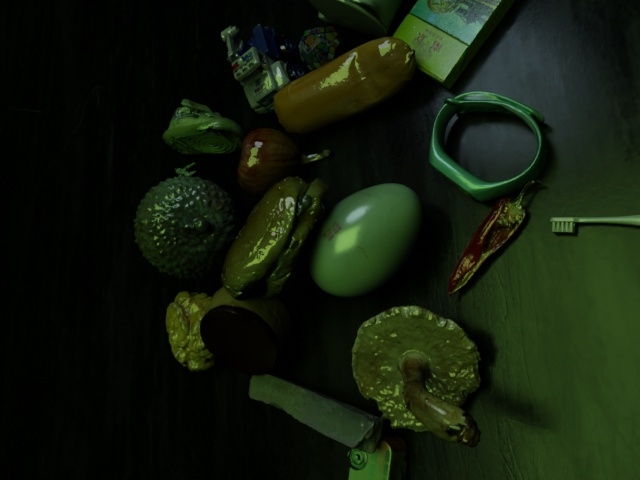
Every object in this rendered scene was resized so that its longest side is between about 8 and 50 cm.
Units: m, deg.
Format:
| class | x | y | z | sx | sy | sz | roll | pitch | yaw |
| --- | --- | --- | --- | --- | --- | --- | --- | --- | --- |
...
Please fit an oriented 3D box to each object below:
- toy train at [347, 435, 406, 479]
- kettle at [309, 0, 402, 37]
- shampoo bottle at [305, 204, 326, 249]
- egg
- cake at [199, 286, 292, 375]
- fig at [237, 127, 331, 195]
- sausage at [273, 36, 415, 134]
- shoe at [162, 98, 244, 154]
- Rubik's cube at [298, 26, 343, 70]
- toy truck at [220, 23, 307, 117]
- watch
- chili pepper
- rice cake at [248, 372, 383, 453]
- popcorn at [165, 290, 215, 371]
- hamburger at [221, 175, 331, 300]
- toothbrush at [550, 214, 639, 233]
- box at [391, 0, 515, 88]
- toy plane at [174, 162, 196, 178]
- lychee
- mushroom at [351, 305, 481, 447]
| class | x | y | z | sx | sy | sz | roll | pitch | yaw |
| --- | --- | --- | --- | --- | --- | --- | --- | --- | --- |
| toy train | 0.101 | 0.445 | 1.110 | 0.099 | 0.072 | 0.188 | 1 | 78 | 39 |
| kettle | 0.106 | -0.642 | 1.316 | 0.265 | 0.205 | 0.318 | 28 | 98 | 35 |
| shampoo bottle | -0.001 | 0.001 | 1.309 | 0.067 | 0.068 | 0.236 | -31 | 60 | 27 |
| egg | 0.089 | -0.002 | 1.168 | 0.264 | 0.183 | 0.183 | -44 | 56 | 7 |
| cake | -0.147 | 0.175 | 1.320 | 0.208 | 0.178 | 0.185 | 12 | 126 | 22 |
| fig | -0.109 | -0.194 | 1.404 | 0.149 | 0.202 | 0.148 | 60 | 152 | 19 |
| sausage | 0.060 | -0.342 | 1.317 | 0.354 | 0.116 | 0.134 | -16 | 99 | 31 |
| shoe | -0.320 | -0.298 | 1.572 | 0.262 | 0.140 | 0.128 | -4 | 82 | 39 |
| Rubik's cube | 0.002 | -0.454 | 1.407 | 0.093 | 0.111 | 0.111 | 24 | 93 | 11 |
| toy truck | -0.147 | -0.427 | 1.458 | 0.161 | 0.177 | 0.213 | -30 | 61 | 26 |
| watch | 0.308 | -0.185 | 1.128 | 0.237 | 0.068 | 0.195 | 44 | 104 | 35 |
| chili pepper | 0.312 | -0.006 | 1.094 | 0.268 | 0.059 | 0.050 | -57 | 15 | 14 |
| rice cake | -0.022 | 0.334 | 1.189 | 0.399 | 0.064 | 0.070 | 6 | 77 | 51 |
| popcorn | -0.295 | 0.214 | 1.424 | 0.163 | 0.140 | 0.194 | -22 | 67 | 36 |
| hamburger | -0.096 | -0.006 | 1.189 | 0.134 | 0.265 | 0.285 | 25 | 79 | -1 |
| toothbrush | 0.541 | -0.027 | 0.941 | 0.342 | 0.025 | 0.030 | 0 | 82 | 36 |
| box | 0.300 | -0.498 | 1.231 | 0.187 | 0.047 | 0.335 | 45 | 106 | 35 |
| toy plane | -0.382 | -0.188 | 1.657 | 0.083 | 0.033 | 0.080 | 24 | 81 | 38 |
| lychee | -0.324 | -0.031 | 1.450 | 0.274 | 0.255 | 0.255 | 172 | 110 | -69 |
| mushroom | 0.164 | 0.211 | 0.999 | 0.233 | 0.301 | 0.208 | 23 | 73 | 8 |
